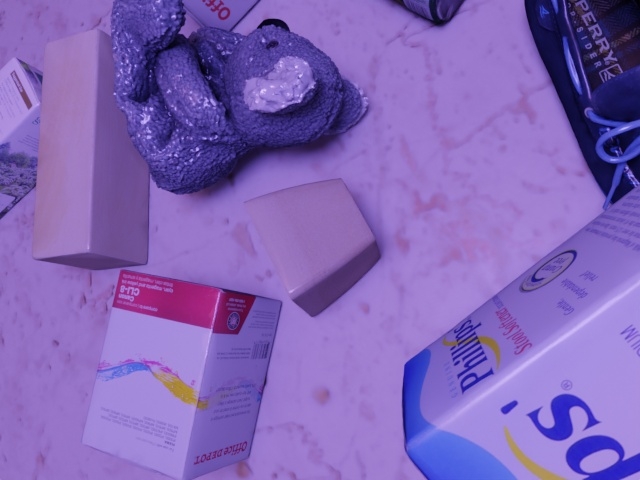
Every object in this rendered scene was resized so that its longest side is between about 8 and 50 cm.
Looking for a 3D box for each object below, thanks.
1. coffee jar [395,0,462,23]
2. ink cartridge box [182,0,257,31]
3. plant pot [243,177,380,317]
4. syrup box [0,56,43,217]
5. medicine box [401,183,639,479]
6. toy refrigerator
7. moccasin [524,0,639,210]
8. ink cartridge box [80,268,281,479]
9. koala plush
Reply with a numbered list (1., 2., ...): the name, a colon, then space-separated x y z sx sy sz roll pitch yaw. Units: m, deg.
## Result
1. coffee jar: 0.075 -0.312 0.616 0.184 0.079 0.096 34 96 23
2. ink cartridge box: -0.099 -0.396 0.636 0.273 0.197 0.114 -44 66 8
3. plant pot: 0.000 0.000 0.576 0.096 0.109 0.109 -29 70 2
4. syrup box: -0.436 -0.122 0.774 0.237 0.093 0.096 -40 68 10
5. medicine box: 0.246 0.123 0.380 0.289 0.149 0.263 -41 90 11
6. toy refrigerator: -0.279 -0.105 0.704 0.094 0.102 0.269 -6 78 21
7. moccasin: 0.264 -0.122 0.484 0.137 0.117 0.342 -33 70 13
8. ink cartridge box: -0.137 0.132 0.588 0.127 0.128 0.176 8 83 23
9. koala plush: -0.074 -0.147 0.595 0.221 0.196 0.203 3 92 22
